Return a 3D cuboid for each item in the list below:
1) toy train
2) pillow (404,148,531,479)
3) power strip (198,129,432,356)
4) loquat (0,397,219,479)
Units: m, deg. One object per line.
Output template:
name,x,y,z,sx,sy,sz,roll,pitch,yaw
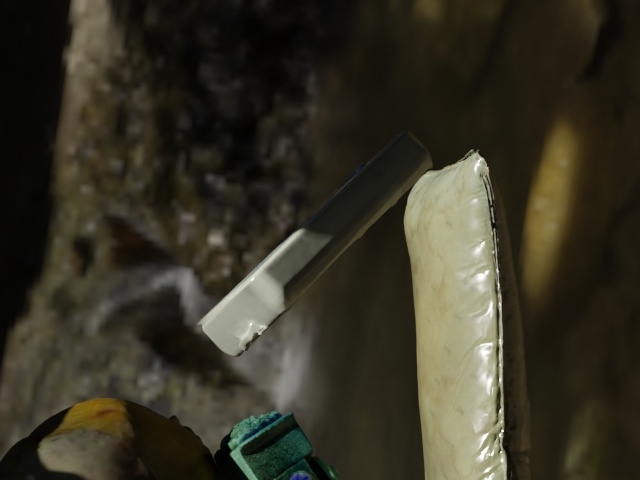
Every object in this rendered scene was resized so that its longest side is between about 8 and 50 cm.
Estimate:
toy train,-0.038,0.187,1.575,0.099,0.070,0.172,56,164,4
pillow,0.112,0.088,1.530,0.185,0.075,0.302,159,107,-78
power strip,0.000,0.000,1.226,0.192,0.035,0.081,-45,1,-39
loquat,-0.167,0.213,1.552,0.227,0.179,0.179,-28,-51,-77
